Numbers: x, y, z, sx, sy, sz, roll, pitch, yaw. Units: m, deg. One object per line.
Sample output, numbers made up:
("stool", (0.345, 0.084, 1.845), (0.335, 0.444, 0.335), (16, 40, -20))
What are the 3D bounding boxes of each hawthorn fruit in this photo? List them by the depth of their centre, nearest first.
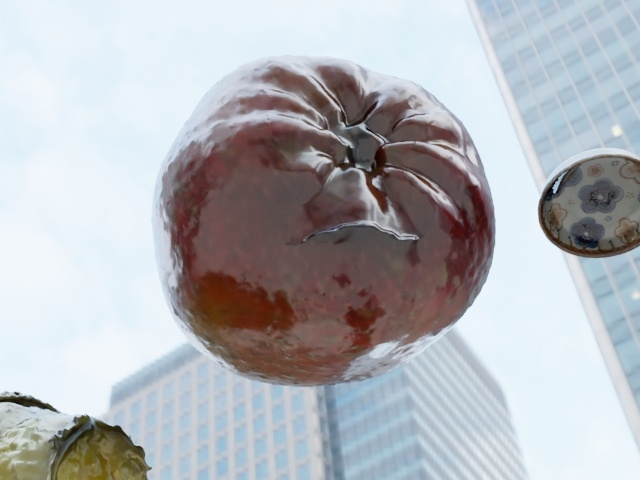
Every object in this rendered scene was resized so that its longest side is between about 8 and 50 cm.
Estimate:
("hawthorn fruit", (0.000, 0.000, 1.523), (0.403, 0.403, 0.403), (-2, -55, -3))

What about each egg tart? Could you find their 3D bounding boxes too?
("egg tart", (-0.256, 0.295, 1.312), (0.132, 0.345, 0.345), (-23, -56, 20))

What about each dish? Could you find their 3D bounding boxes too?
("dish", (0.304, -0.058, 1.426), (0.141, 0.078, 0.141), (0, -51, 0))
